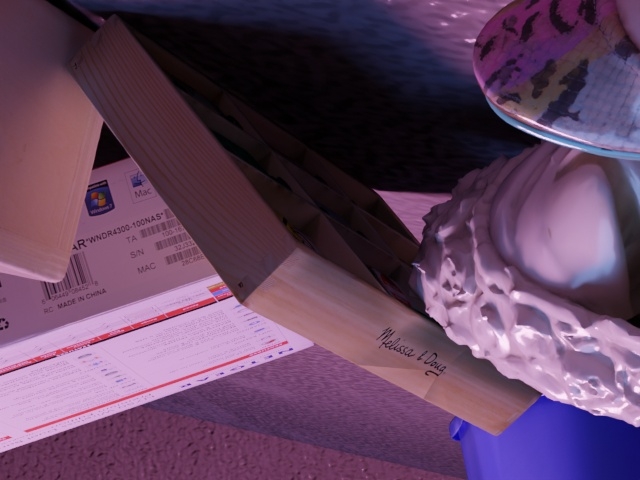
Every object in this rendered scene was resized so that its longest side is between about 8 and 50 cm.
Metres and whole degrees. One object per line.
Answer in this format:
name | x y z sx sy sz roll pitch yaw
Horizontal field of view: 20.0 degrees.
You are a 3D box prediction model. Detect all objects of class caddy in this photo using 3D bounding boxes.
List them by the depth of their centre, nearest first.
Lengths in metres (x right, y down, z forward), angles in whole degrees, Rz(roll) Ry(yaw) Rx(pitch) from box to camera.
caddy | 0.212 0.134 1.186 0.241 0.179 0.341 -9 169 -2

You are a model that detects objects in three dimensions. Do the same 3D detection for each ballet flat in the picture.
ballet flat | 0.161 -0.060 0.563 0.221 0.077 0.079 10 151 0
ballet flat | 0.172 0.008 0.692 0.147 0.147 0.409 24 180 -40

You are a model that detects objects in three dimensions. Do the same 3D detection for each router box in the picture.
router box | -0.185 0.058 1.114 0.335 0.082 0.301 -19 167 0

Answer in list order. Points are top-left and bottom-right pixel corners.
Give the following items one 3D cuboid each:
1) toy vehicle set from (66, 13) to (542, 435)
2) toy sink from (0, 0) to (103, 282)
toy vehicle set | 0.000 0.000 0.896 0.166 0.035 0.267 51 -169 32
toy sink | -0.216 -0.075 0.800 0.152 0.131 0.234 10 173 23
